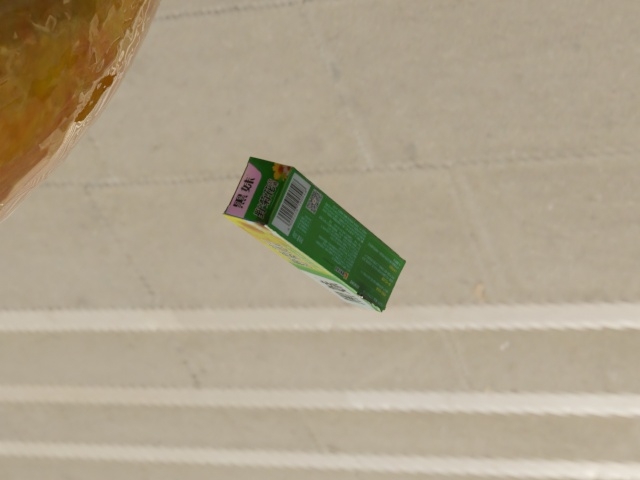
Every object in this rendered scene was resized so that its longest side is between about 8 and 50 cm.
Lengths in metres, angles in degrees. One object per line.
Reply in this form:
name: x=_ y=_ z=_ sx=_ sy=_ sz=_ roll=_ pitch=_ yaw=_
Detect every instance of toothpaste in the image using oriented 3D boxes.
toothpaste: x=0.000 y=0.000 z=0.921 sx=0.037 sy=0.043 sz=0.178 roll=15 pitch=168 yaw=32

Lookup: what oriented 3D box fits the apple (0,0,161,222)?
apple: x=-0.253 y=-0.182 z=0.661 sx=0.334 sy=0.400 sz=0.400 roll=-14 pitch=127 yaw=32
